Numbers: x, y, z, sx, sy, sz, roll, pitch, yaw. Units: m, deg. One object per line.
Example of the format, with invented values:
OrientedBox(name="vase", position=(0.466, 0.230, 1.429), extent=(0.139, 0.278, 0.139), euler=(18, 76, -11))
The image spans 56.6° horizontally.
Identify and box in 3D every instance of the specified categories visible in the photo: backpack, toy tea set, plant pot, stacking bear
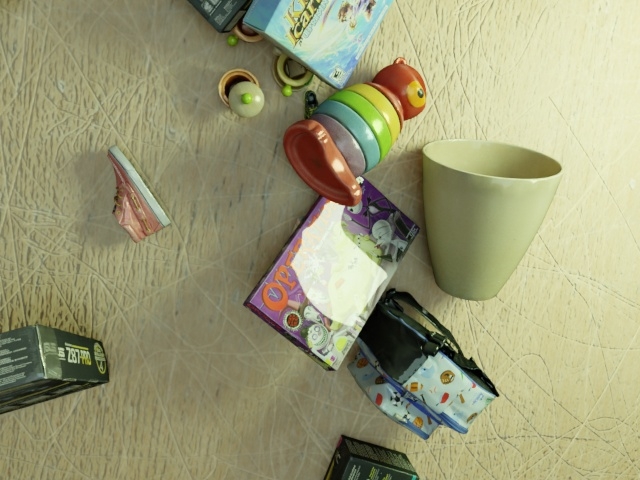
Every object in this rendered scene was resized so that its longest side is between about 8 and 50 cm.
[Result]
OrientedBox(name="backpack", position=(0.201, 0.263, 1.162), extent=(0.263, 0.276, 0.213), euler=(33, 97, -20))
OrientedBox(name="toy tea set", position=(-0.076, -0.381, 1.071), extent=(0.200, 0.124, 0.336), euler=(12, 97, -12))
OrientedBox(name="plant pot", position=(0.308, -0.032, 1.153), extent=(0.257, 0.256, 0.274), euler=(-1, 115, -10))
OrientedBox(name="stacking bear", position=(0.085, -0.221, 1.100), extent=(0.289, 0.164, 0.175), euler=(-43, 116, -19))

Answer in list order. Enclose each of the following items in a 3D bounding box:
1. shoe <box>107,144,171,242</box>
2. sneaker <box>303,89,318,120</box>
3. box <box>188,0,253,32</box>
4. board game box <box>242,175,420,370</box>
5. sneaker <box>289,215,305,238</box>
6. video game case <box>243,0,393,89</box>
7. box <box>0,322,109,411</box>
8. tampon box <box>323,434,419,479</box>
OrientedBox(name="shoe", position=(-0.359, -0.083, 1.100), extent=(0.081, 0.063, 0.178), euler=(-34, 107, -8))
OrientedBox(name="sneaker", position=(-0.018, -0.250, 1.148), extent=(0.031, 0.035, 0.083), euler=(-11, 101, -7))
OrientedBox(name="box", position=(-0.154, -0.496, 0.986), extent=(0.183, 0.059, 0.233), euler=(45, 113, -6))
OrientedBox(name="board game box", position=(0.033, 0.044, 1.124), extent=(0.208, 0.056, 0.346), euler=(38, 65, -10))
OrientedBox(name="sneaker", position=(0.000, 0.000, 1.188), extent=(0.134, 0.051, 0.070), euler=(16, 120, -26))
OrientedBox(name="video game case", position=(0.025, -0.422, 0.996), extent=(0.244, 0.061, 0.269), euler=(17, 106, -56))
OrientedBox(name="box", position=(-0.594, 0.249, 0.983), extent=(0.395, 0.318, 0.097), euler=(-15, 78, -6))
OrientedBox(name="tampon box", position=(0.104, 0.506, 1.255), extent=(0.161, 0.101, 0.120), euler=(21, 94, -12))
